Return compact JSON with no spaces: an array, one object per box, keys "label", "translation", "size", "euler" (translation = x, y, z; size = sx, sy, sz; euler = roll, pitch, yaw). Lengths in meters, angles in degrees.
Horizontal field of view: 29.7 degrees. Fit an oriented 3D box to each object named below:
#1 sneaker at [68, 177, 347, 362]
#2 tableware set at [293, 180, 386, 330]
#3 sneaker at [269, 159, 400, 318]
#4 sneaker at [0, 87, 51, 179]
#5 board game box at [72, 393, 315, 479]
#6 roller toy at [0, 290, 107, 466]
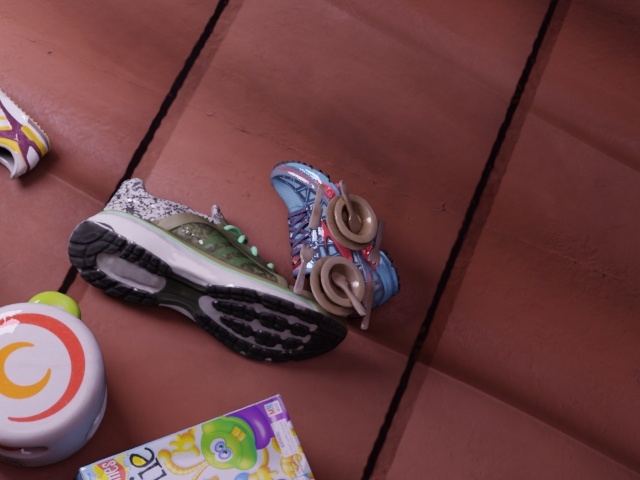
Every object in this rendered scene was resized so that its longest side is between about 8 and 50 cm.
[{"label":"sneaker","translation":[-0.136,0.025,1.704],"size":[0.410,0.158,0.182],"euler":[27,49,-11]},{"label":"tableware set","translation":[0.039,0.014,1.684],"size":[0.128,0.039,0.194],"euler":[29,55,-24]},{"label":"sneaker","translation":[0.000,0.000,1.768],"size":[0.125,0.104,0.262],"euler":[-37,84,-24]},{"label":"sneaker","translation":[-0.473,-0.167,1.699],"size":[0.185,0.069,0.084],"euler":[39,59,1]},{"label":"board game box","translation":[-0.166,0.324,1.570],"size":[0.275,0.144,0.142],"euler":[-18,77,-22]},{"label":"roller toy","translation":[-0.374,0.190,1.553],"size":[0.209,0.146,0.191],"euler":[-30,72,-19]}]
